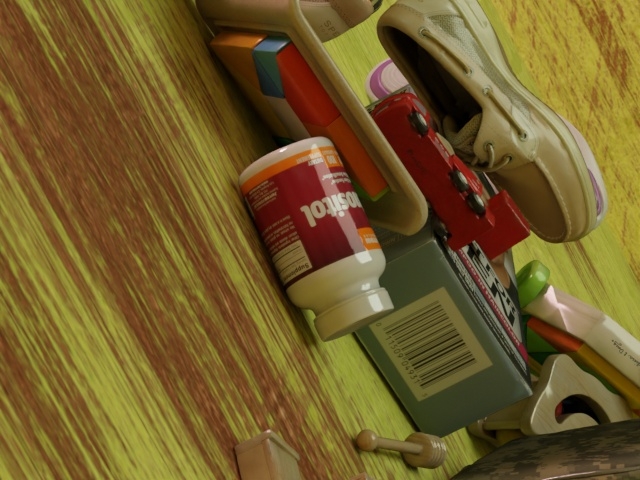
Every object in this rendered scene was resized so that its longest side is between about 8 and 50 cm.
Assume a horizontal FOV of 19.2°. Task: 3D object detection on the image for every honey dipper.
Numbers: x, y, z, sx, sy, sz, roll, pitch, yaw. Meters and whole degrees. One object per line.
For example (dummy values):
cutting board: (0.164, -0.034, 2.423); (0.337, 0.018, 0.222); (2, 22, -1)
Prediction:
honey dipper: (0.067, 0.173, 1.579); (0.161, 0.030, 0.030); (21, 44, -66)

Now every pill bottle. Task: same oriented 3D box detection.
pill bottle: (0.000, 0.000, 1.530); (0.152, 0.086, 0.086); (65, 14, 9)

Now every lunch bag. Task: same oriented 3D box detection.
lunch bag: (0.244, 0.302, 1.647); (0.305, 0.212, 0.256); (-10, 90, -74)

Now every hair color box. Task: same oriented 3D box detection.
hair color box: (0.101, 0.007, 1.822); (0.185, 0.113, 0.374); (57, 15, -23)

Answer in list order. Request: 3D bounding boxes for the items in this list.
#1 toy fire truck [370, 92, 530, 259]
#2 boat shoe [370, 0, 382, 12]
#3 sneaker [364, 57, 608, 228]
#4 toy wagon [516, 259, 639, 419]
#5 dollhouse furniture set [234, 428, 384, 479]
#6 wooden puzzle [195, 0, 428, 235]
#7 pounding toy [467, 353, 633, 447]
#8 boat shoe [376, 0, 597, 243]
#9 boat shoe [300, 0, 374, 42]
toy fire truck: (0.113, -0.056, 1.664); (0.192, 0.047, 0.135); (53, 16, -13)
boat shoe: (0.037, -0.353, 2.302); (0.073, 0.080, 0.223); (37, 25, -50)
sneaker: (0.185, -0.091, 2.076); (0.305, 0.114, 0.152); (34, -26, 23)
toy wagon: (0.285, 0.137, 2.128); (0.267, 0.068, 0.344); (40, -13, -8)
dollhouse furniture set: (-0.013, 0.164, 1.159); (0.161, 0.101, 0.182); (47, 22, -48)
wooden puzzle: (-0.018, -0.115, 1.616); (0.238, 0.044, 0.221); (60, -16, -20)
pounding toy: (0.231, 0.228, 1.979); (0.269, 0.155, 0.154); (36, 57, -42)
boat shoe: (0.158, -0.111, 1.837); (0.098, 0.109, 0.302); (-42, 107, -34)
boat shoe: (-0.054, -0.358, 1.924); (0.341, 0.110, 0.121); (64, 14, 2)
